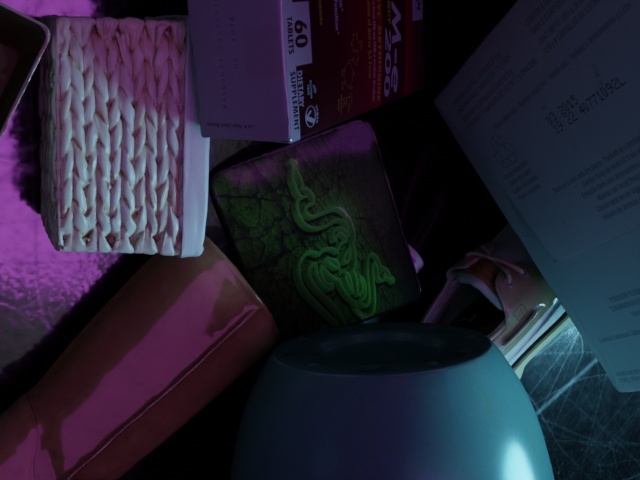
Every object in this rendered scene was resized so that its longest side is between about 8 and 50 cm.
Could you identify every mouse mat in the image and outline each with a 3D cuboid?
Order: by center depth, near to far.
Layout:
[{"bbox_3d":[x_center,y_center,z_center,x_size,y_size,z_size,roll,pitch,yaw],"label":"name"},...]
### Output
[{"bbox_3d":[0.000,0.000,0.654,0.152,0.007,0.190,-21,113,-4],"label":"mouse mat"}]

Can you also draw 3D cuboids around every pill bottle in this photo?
[{"bbox_3d":[0.060,0.039,0.712,0.083,0.043,0.043,-47,123,-10],"label":"pill bottle"}]

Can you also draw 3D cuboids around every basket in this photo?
[{"bbox_3d":[-0.143,-0.078,0.517,0.103,0.113,0.167,-1,105,-26],"label":"basket"}]

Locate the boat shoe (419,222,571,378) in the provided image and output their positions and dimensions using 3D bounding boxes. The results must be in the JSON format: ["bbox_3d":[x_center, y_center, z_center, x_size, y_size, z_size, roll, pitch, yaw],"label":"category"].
[{"bbox_3d":[0.192,0.057,0.755,0.103,0.113,0.302,33,88,-39],"label":"boat shoe"}]

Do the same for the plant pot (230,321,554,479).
[{"bbox_3d":[0.056,0.199,0.607,0.292,0.293,0.235,-6,95,-29],"label":"plant pot"}]

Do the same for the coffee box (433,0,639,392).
[{"bbox_3d":[0.365,-0.115,0.600,0.334,0.337,0.338,-30,84,-19],"label":"coffee box"}]

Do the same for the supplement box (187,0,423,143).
[{"bbox_3d":[0.004,-0.158,0.533,0.239,0.073,0.130,-35,127,-56],"label":"supplement box"}]

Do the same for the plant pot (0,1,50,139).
[{"bbox_3d":[-0.240,-0.104,0.451,0.109,0.096,0.109,26,90,-20],"label":"plant pot"}]

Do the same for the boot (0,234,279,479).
[{"bbox_3d":[-0.135,0.160,0.610,0.269,0.089,0.236,-42,122,-14],"label":"boot"}]
